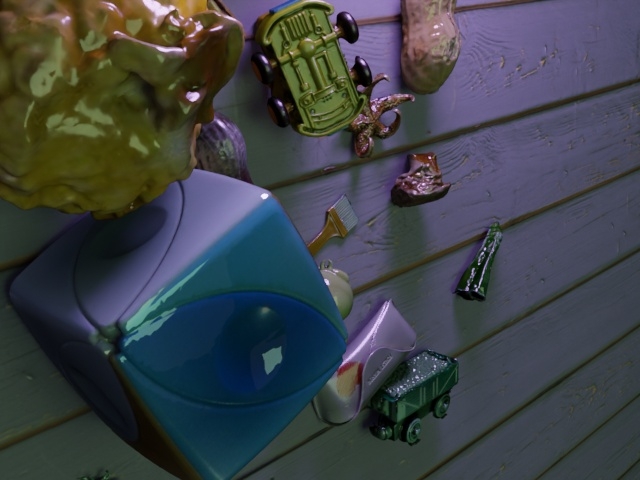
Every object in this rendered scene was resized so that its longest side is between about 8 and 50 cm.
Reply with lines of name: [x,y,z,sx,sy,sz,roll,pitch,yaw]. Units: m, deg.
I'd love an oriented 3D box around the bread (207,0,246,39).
bread: [-0.177,-0.363,1.358,0.072,0.053,0.106,-39,125,-2]

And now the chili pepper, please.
chili pepper: [0.409,0.045,2.009,0.059,0.088,0.227,47,59,-43]

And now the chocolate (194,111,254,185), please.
chocolate: [-0.167,-0.111,1.390,0.110,0.110,0.248,-37,124,-32]

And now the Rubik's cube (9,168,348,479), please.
Rubik's cube: [-0.211,0.121,1.231,0.351,0.347,0.352,-46,128,-26]

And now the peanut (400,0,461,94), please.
peanut: [0.230,-0.453,1.672,0.130,0.130,0.290,-14,107,-41]

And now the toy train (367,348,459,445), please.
toy train: [0.223,0.369,1.868,0.269,0.115,0.154,-22,120,-37]

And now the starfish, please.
starfish: [0.116,-0.266,1.641,0.190,0.074,0.146,-43,127,-28]

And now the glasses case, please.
glasses case: [0.104,0.265,1.750,0.308,0.083,0.128,-45,127,-27]

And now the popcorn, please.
popcorn: [-0.311,-0.224,1.088,0.390,0.344,0.354,-16,70,-17]

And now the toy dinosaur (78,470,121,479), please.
toy dinosaur: [-0.382,0.426,1.370,0.062,0.021,0.083,-52,126,-13]

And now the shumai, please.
shumai: [0.216,-0.137,1.757,0.145,0.145,0.116,-14,87,-41]

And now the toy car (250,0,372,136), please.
toy car: [-0.027,-0.315,1.445,0.200,0.142,0.248,-24,115,-11]

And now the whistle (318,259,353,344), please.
whistle: [-0.012,0.171,1.613,0.141,0.141,0.294,-16,129,-40]

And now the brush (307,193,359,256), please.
brush: [0.000,0.000,1.640,0.218,0.010,0.082,-47,128,-24]

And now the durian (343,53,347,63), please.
durian: [0.017,-0.339,1.546,0.066,0.052,0.130,-54,131,-17]
